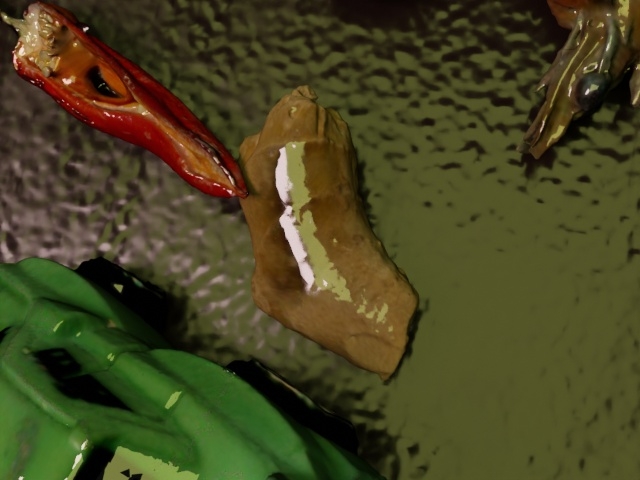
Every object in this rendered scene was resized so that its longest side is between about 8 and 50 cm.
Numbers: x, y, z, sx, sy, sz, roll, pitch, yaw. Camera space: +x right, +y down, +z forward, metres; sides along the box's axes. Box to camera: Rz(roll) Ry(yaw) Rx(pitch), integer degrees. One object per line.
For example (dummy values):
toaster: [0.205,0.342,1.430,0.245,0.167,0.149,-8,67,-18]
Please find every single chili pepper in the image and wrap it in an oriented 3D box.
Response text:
chili pepper: [-0.138,-0.101,0.731,0.268,0.050,0.059,35,105,20]

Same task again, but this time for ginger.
ginger: [0.001,-0.001,0.699,0.095,0.069,0.190,-19,84,28]

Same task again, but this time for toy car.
toy car: [-0.120,0.137,0.606,0.359,0.176,0.213,30,84,33]

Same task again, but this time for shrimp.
shrimp: [0.172,-0.204,0.712,0.168,0.077,0.317,21,81,19]
